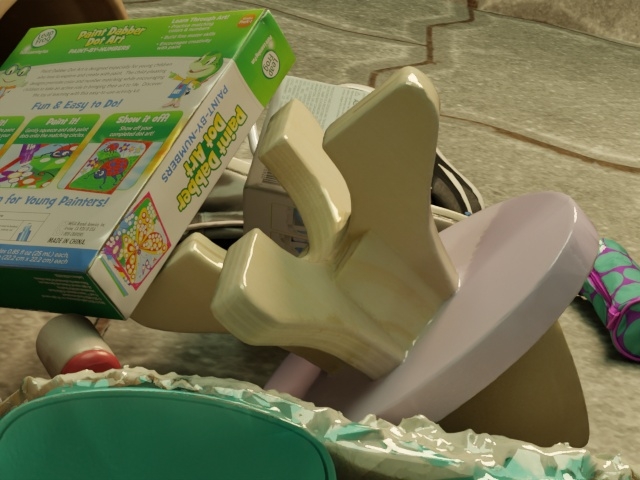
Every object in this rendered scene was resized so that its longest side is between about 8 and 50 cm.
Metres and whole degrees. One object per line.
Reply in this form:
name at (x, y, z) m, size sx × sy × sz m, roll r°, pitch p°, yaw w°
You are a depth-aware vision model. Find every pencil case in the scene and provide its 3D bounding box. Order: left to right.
pencil case at (0.281, 0.054, 1.208) m, size 0.070 × 0.064 × 0.152 m, roll 23°, pitch 17°, yaw -14°

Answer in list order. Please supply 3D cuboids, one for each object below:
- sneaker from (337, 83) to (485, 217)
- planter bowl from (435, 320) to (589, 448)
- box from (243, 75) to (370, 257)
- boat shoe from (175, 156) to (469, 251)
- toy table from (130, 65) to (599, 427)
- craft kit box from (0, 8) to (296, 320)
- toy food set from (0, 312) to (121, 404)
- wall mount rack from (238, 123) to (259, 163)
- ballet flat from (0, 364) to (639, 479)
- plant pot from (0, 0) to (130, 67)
sneaker at (0.079, -0.078, 1.336) m, size 0.217 × 0.079 × 0.121 m, roll 41°, pitch 22°, yaw 2°
planter bowl at (0.111, 0.091, 0.931) m, size 0.109 × 0.162 × 0.162 m, roll -20°, pitch 25°, yaw -3°
box at (0.000, -0.021, 1.041) m, size 0.103 × 0.203 × 0.114 m, roll 13°, pitch 59°, yaw 4°
boat shoe at (0.000, 0.000, 1.208) m, size 0.335 × 0.095 × 0.112 m, roll 14°, pitch -15°, yaw -1°
toy table at (0.016, 0.018, 0.825) m, size 0.161 × 0.274 × 0.252 m, roll 45°, pitch 14°, yaw -19°
craft kit box at (-0.176, -0.061, 0.916) m, size 0.250 × 0.061 × 0.247 m, roll 4°, pitch 53°, yaw 37°
toy food set at (-0.197, 0.113, 0.752) m, size 0.232 × 0.111 × 0.104 m, roll -4°, pitch 27°, yaw -30°
wall mount rack at (-0.142, -0.131, 1.398) m, size 0.350 × 0.130 × 0.304 m, roll 0°, pitch 22°, yaw -27°
ballet flat at (0.015, 0.166, 0.739) m, size 0.409 × 0.147 × 0.147 m, roll 12°, pitch 20°, yaw -4°
plant pot at (-0.325, -0.137, 1.146) m, size 0.229 × 0.263 × 0.263 m, roll 17°, pitch 21°, yaw 23°
